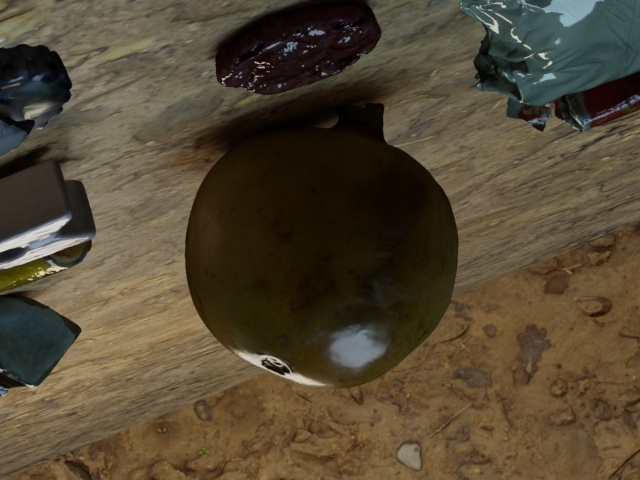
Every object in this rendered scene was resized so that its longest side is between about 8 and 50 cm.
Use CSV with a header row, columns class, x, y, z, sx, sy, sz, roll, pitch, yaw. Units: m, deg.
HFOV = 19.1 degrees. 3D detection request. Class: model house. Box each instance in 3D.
class,x,y,z,sx,sy,sz,roll,pitch,yaw
model house,-0.413,0.128,2.361,0.152,0.106,0.165,-14,141,45

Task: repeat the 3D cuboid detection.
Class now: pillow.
class,x,y,z,sx,sy,sz,roll,pitch,yaw
pillow,0.254,-0.232,1.586,0.310,0.138,0.283,-22,161,0

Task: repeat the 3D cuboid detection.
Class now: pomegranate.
class,x,y,z,sx,sy,sz,roll,pitch,yaw
pomegranate,0.001,0.018,1.971,0.307,0.307,0.307,-19,170,-4

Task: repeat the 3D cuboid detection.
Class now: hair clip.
class,x,y,z,sx,sy,sz,roll,pitch,yaw
hair clip,-0.382,0.012,1.808,0.331,0.085,0.101,-22,162,9

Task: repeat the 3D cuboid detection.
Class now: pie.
class,x,y,z,sx,sy,sz,roll,pitch,yaw
pie,-0.020,-0.170,1.671,0.154,0.038,0.153,-17,167,-4

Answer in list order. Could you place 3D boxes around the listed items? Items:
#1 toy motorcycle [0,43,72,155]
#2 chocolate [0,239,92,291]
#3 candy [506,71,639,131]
class,x,y,z,sx,sy,sz,roll,pitch,yaw
toy motorcycle,-0.294,-0.105,1.211,0.188,0.143,0.327,-22,162,12
chocolate,-0.324,0.019,1.960,0.086,0.085,0.219,-10,171,-42
candy,0.348,-0.186,2.130,0.292,0.086,0.059,-22,167,4
